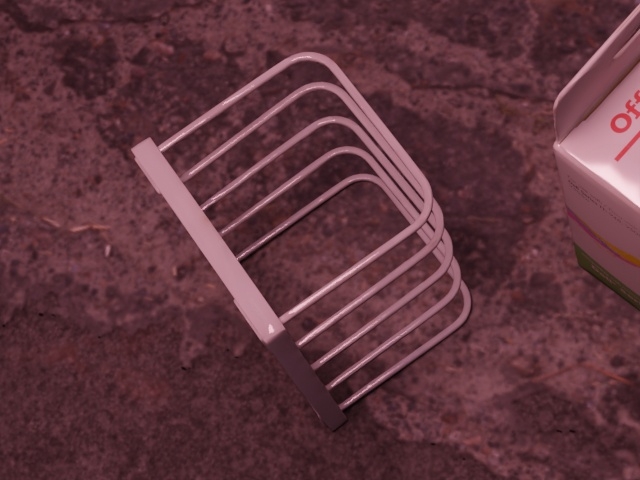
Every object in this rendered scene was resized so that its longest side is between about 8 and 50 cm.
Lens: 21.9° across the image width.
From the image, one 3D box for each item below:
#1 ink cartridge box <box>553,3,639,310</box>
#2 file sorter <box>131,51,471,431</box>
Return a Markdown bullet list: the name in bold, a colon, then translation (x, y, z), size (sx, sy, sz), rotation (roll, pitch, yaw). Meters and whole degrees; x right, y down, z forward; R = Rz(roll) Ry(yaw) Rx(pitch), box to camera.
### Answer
- **ink cartridge box**: translation (0.293, -0.074, 1.261), size (0.119, 0.353, 0.207), rotation (41, 84, 22)
- **file sorter**: translation (0.000, 0.000, 1.346), size (0.173, 0.277, 0.193), rotation (-36, 68, -3)
